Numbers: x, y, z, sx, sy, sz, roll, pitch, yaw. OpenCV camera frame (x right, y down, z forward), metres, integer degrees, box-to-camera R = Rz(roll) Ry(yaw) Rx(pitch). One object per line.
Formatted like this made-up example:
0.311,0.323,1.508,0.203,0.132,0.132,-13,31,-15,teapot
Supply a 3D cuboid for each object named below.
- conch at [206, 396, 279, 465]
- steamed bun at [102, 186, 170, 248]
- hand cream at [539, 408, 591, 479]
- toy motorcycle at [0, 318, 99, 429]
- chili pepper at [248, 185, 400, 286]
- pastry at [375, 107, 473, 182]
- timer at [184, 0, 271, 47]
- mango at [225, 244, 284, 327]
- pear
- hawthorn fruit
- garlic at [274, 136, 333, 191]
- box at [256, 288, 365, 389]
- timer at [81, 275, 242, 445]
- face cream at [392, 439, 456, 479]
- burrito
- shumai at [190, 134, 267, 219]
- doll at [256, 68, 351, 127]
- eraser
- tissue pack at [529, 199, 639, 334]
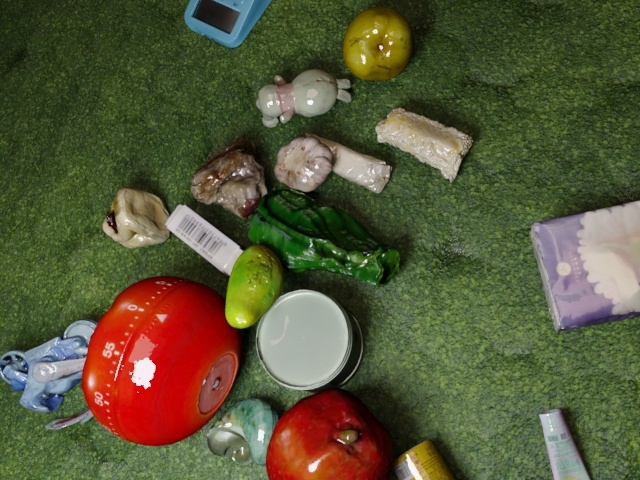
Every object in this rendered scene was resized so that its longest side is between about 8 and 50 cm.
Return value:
-0.157,0.449,1.374,0.188,0.122,0.175,21,101,25,conch
-0.523,-0.049,1.641,0.155,0.172,0.140,-28,55,27,steamed bun
0.497,0.438,1.214,0.076,0.047,0.174,-18,77,11,hand cream
-0.668,0.354,1.530,0.319,0.182,0.241,-24,67,7,toy motorcycle
-0.004,0.010,1.438,0.385,0.213,0.167,25,125,28,chili pepper
0.256,-0.260,1.492,0.258,0.089,0.121,34,73,21,pastry
-0.288,-0.737,1.815,0.232,0.091,0.250,30,87,23,timer
-0.149,0.105,1.343,0.125,0.111,0.233,-30,32,30,mango
0.151,-0.512,1.552,0.200,0.200,0.200,-5,71,16,pear
0.021,0.434,1.214,0.265,0.307,0.265,4,62,-7,hawthorn fruit
-0.040,-0.195,1.523,0.159,0.102,0.147,-14,78,26,garlic
-0.022,0.237,1.382,0.226,0.149,0.226,-5,72,16,box
-0.346,0.273,1.347,0.279,0.378,0.378,17,79,18,timer
0.277,0.585,1.199,0.105,0.105,0.348,-35,66,5,face cream
0.056,-0.213,1.551,0.275,0.059,0.082,30,98,24,burrito
-0.228,-0.147,1.595,0.184,0.218,0.185,-26,109,20,shumai
-0.056,-0.392,1.614,0.275,0.113,0.154,-11,67,15,doll
-0.267,0.018,1.543,0.279,0.124,0.081,35,86,24,eraser
0.643,0.046,1.244,0.344,0.125,0.242,-13,69,13,tissue pack
